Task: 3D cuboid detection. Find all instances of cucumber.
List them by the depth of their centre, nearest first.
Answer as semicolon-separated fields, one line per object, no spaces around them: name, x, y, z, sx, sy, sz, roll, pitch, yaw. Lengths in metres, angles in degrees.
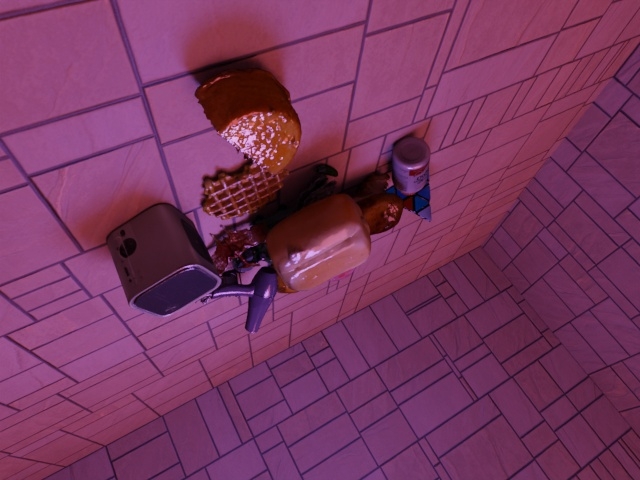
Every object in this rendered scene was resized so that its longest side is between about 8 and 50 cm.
cucumber;0.028;-0.268;1.728;0.039;0.039;0.167;-45;156;24

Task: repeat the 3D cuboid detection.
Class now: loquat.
loquat;-0.150;0.173;2.188;0.234;0.176;0.187;-16;134;-40

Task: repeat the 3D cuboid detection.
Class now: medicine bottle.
medicine bottle;0.388;-0.307;1.953;0.156;0.157;0.289;-31;156;-5

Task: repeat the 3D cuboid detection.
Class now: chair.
chair;-0.415;0.187;2.011;0.084;0.102;0.212;-12;-174;-38

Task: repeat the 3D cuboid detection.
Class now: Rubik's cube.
Rubik's cube;0.417;-0.213;2.274;0.249;0.285;0.234;-7;177;1

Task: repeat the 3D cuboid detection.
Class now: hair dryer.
hair dryer;-0.362;0.248;1.875;0.360;0.121;0.301;6;113;-34

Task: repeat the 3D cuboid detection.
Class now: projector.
projector;-0.501;0.069;1.451;0.248;0.249;0.248;-31;156;-1

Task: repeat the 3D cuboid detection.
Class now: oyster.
oyster;-0.011;-0.143;1.792;0.198;0.112;0.268;-36;159;-19

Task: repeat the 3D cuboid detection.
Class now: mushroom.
mushroom;0.181;-0.142;1.973;0.345;0.260;0.345;-16;-179;0

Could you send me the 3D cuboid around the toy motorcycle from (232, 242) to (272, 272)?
toy motorcycle;-0.230;0.062;1.849;0.274;0.187;0.125;-16;151;-32

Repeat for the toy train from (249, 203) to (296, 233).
toy train;-0.187;-0.063;1.796;0.200;0.083;0.132;-25;158;-16

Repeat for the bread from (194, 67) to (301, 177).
bread;-0.155;-0.326;1.189;0.178;0.195;0.340;-31;154;13

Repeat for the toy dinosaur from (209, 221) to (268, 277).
toy dinosaur;-0.338;0.046;1.682;0.326;0.207;0.113;-13;-162;-1

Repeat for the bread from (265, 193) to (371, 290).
bread;0.000;0.000;1.686;0.375;0.253;0.348;-28;144;5

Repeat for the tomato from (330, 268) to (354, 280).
tomato;0.046;0.069;2.095;0.270;0.270;0.227;-14;132;-37

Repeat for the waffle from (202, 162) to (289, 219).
waffle;-0.255;-0.173;1.532;0.300;0.058;0.282;-17;151;-31
